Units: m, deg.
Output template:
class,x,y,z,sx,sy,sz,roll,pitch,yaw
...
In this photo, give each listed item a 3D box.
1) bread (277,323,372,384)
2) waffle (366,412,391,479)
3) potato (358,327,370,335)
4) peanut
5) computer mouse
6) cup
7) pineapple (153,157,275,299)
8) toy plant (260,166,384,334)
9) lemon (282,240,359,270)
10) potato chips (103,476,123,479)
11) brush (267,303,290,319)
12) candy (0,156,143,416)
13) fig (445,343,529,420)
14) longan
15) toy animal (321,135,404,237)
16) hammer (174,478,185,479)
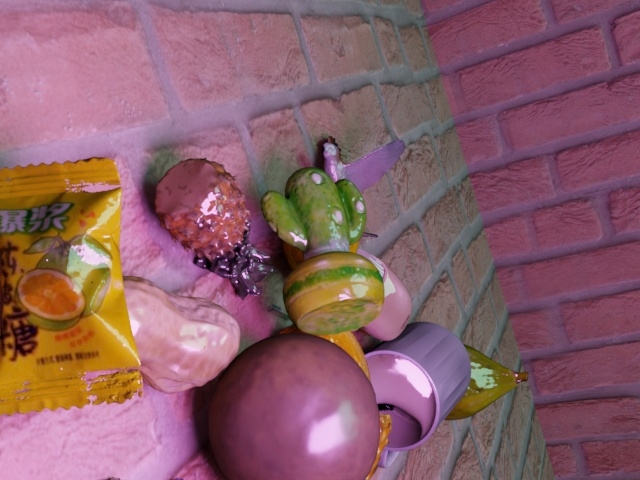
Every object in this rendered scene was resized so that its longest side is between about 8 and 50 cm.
class,x,y,z,sx,sy,sz,roll,pitch,yaw
bread,-0.004,0.274,1.349,0.268,0.145,0.269,41,40,-46
waffle,0.067,0.457,1.357,0.291,0.051,0.291,-44,151,-32
potato,0.103,0.138,1.673,0.251,0.113,0.149,44,52,-28
peanut,-0.233,0.132,0.966,0.313,0.149,0.149,36,46,-53
computer mouse,0.124,0.129,1.566,0.236,0.082,0.145,48,67,-25
cup,0.213,0.380,1.674,0.327,0.236,0.323,-13,119,-65
pineapple,-0.167,-0.015,1.182,0.170,0.141,0.310,64,2,35
toy plant,0.000,0.005,1.292,0.224,0.184,0.316,5,57,-27
lemon,0.000,0.000,1.469,0.170,0.170,0.207,61,33,-29
potato chips,-0.271,0.418,0.875,0.220,0.029,0.202,-29,103,-66
brush,-0.081,0.147,1.399,0.083,0.016,0.013,36,35,-53
candy,-0.312,0.050,0.809,0.081,0.187,0.297,95,-12,-84
fig,0.396,0.408,1.938,0.233,0.314,0.233,-23,121,-46
longan,-0.039,0.289,1.083,0.297,0.297,0.297,39,44,-52
toy animal,0.050,-0.116,1.729,0.302,0.225,0.284,-20,117,-52
hammer,-0.163,0.424,1.054,0.194,0.069,0.116,49,36,-30
